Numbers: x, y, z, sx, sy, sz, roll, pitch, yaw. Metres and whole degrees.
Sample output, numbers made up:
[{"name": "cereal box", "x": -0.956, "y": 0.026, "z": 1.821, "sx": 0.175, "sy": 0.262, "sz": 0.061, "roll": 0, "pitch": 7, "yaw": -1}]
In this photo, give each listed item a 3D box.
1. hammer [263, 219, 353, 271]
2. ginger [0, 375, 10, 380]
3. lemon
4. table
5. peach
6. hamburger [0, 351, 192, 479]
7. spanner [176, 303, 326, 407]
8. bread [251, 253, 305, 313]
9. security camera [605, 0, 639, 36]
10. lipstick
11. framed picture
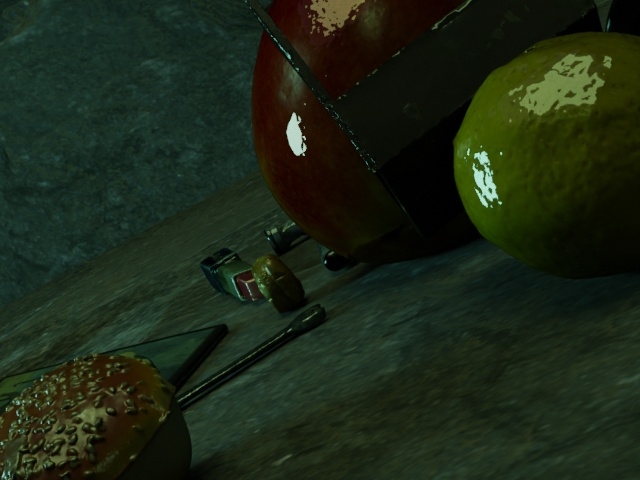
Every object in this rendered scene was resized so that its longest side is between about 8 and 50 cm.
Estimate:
[{"name": "hammer", "x": 0.000, "y": -0.001, "z": 2.058, "sx": 0.152, "sy": 0.044, "sz": 0.427, "roll": -28, "pitch": 10, "yaw": 2}, {"name": "ginger", "x": -0.444, "y": 0.234, "z": 2.022, "sx": 0.137, "sy": 0.074, "sz": 0.213, "roll": -34, "pitch": 5, "yaw": -1}, {"name": "lemon", "x": 0.223, "y": -0.070, "z": 1.222, "sx": 0.260, "sy": 0.204, "sz": 0.204, "roll": -14, "pitch": 17, "yaw": 38}, {"name": "table", "x": 0.097, "y": -0.205, "z": 1.418, "sx": 0.250, "sy": 0.282, "sz": 0.196, "roll": -39, "pitch": -24, "yaw": 4}, {"name": "peach", "x": 0.073, "y": -0.163, "z": 1.703, "sx": 0.370, "sy": 0.370, "sz": 0.370, "roll": -29, "pitch": 9, "yaw": 5}, {"name": "hamburger", "x": -0.217, "y": 0.195, "z": 1.298, "sx": 0.237, "sy": 0.147, "sz": 0.237, "roll": -31, "pitch": 11, "yaw": 7}, {"name": "spanner", "x": -0.097, "y": 0.141, "z": 1.636, "sx": 0.254, "sy": 0.015, "sz": 0.054, "roll": -32, "pitch": 10, "yaw": -18}, {"name": "bread", "x": -0.053, "y": 0.051, "z": 1.807, "sx": 0.046, "sy": 0.081, "sz": 0.083, "roll": -38, "pitch": -24, "yaw": 1}, {"name": "security camera", "x": 0.440, "y": -0.225, "z": 1.479, "sx": 0.277, "sy": 0.197, "sz": 0.191, "roll": -27, "pitch": 16, "yaw": -29}, {"name": "lipstick", "x": -0.119, "y": 0.052, "z": 2.087, "sx": 0.051, "sy": 0.051, "sz": 0.312, "roll": -29, "pitch": 10, "yaw": -9}, {"name": "framed picture", "x": -0.307, "y": 0.190, "z": 1.828, "sx": 0.347, "sy": 0.016, "sz": 0.265, "roll": -14, "pitch": 13, "yaw": 21}]
